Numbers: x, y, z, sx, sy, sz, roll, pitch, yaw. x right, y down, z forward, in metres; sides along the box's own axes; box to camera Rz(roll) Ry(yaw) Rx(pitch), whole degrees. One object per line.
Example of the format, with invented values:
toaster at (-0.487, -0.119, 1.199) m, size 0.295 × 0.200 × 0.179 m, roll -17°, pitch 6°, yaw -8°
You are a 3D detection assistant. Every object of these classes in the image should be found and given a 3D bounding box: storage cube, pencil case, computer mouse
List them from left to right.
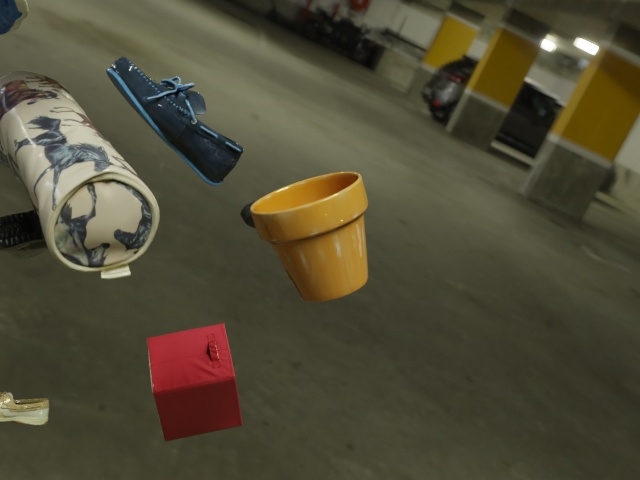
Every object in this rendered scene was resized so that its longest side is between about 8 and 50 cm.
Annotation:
pencil case at (-0.387, -0.104, 1.436) m, size 0.160 × 0.183 × 0.410 m, roll -25°, pitch 41°, yaw -19°
storage cube at (-0.302, 0.338, 2.277) m, size 0.193 × 0.215 × 0.183 m, roll -11°, pitch 42°, yaw -7°
computer mouse at (-0.057, -0.041, 1.867) m, size 0.242 × 0.071 × 0.041 m, roll 16°, pitch 48°, yaw -42°

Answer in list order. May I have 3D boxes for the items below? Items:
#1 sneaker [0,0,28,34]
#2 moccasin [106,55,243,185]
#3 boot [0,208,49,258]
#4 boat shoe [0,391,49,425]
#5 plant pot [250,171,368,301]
sneaker at (-0.428, -0.294, 1.215) m, size 0.085 × 0.058 × 0.152 m, roll -26°, pitch 7°, yaw -23°
moccasin at (-0.275, -0.248, 1.832) m, size 0.138 × 0.117 × 0.342 m, roll 45°, pitch -2°, yaw 42°
boot at (-0.455, -0.015, 1.625) m, size 0.198 × 0.076 × 0.137 m, roll -6°, pitch -13°, yaw -5°
boat shoe at (-0.497, 0.263, 1.503) m, size 0.135 × 0.045 × 0.050 m, roll 13°, pitch -2°, yaw -32°
plant pot at (0.000, 0.000, 1.689) m, size 0.205 × 0.187 × 0.205 m, roll -16°, pitch 15°, yaw 5°
